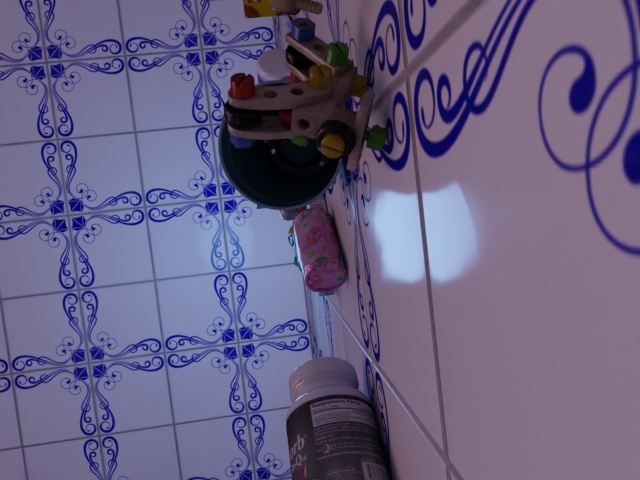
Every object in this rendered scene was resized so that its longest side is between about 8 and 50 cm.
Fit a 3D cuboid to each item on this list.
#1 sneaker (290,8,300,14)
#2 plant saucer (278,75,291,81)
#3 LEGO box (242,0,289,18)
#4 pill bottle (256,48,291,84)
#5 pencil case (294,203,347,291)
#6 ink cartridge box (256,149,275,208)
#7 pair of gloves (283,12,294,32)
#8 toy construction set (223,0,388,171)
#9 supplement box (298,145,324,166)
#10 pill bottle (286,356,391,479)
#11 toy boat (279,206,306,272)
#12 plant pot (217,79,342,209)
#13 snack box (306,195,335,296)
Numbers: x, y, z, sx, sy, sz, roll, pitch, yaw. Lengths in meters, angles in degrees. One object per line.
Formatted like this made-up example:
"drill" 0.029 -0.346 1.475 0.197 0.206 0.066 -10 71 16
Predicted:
"sneaker" -0.080 -0.768 1.703 0.071 0.066 0.188 58 -161 -50
"plant saucer" -0.140 -0.420 1.914 0.332 0.084 0.332 -61 -9 -17
"LEGO box" -0.232 -1.171 2.004 0.500 0.193 0.372 90 171 -50
"pill bottle" -0.169 -0.617 2.181 0.301 0.169 0.169 91 170 -58
"pencil case" -0.004 0.017 1.504 0.284 0.124 0.124 -101 7 -51
"ink cartridge box" -0.121 -0.229 1.823 0.168 0.232 0.171 91 170 -69
"pair of gloves" -0.072 -0.618 1.653 0.159 0.023 0.198 -103 -11 -78
"toy construction set" 0.017 -0.255 0.813 0.257 0.237 0.309 -40 -32 -61
"supplement box" -0.031 -0.281 1.630 0.233 0.080 0.078 -116 18 -68
"pill bottle" 0.032 0.461 1.190 0.363 0.210 0.210 -103 8 -49
"toy boat" -0.078 -0.034 2.061 0.318 0.148 0.267 89 172 -51
"plant pot" -0.070 -0.224 1.239 0.255 0.271 0.272 -59 -36 -76
"snack box" 0.000 0.000 1.743 0.187 0.060 0.322 93 168 -61
